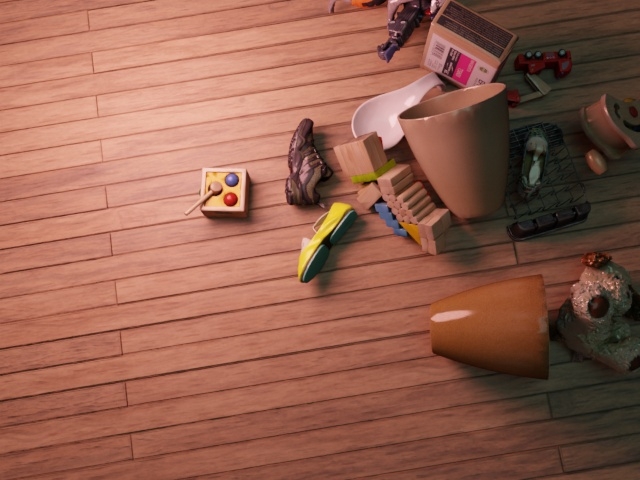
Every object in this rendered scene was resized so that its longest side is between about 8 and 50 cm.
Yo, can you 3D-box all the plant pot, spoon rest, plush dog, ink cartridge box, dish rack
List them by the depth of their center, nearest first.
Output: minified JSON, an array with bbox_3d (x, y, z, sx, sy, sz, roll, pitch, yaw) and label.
[{"bbox_3d":[0.383,0.201,1.545,0.254,0.237,0.237,-3,79,13],"label":"plant pot"},{"bbox_3d":[0.654,0.153,1.579,0.262,0.211,0.225,48,67,-19],"label":"plush dog"},{"bbox_3d":[0.343,-0.201,1.599,0.257,0.256,0.274,-20,107,-3],"label":"plant pot"},{"bbox_3d":[0.358,-0.463,1.654,0.193,0.234,0.088,33,82,8],"label":"ink cartridge box"},{"bbox_3d":[0.538,-0.154,1.675,0.208,0.074,0.271,-16,77,-3],"label":"dish rack"},{"bbox_3d":[0.201,-0.337,1.710,0.276,0.084,0.137,-39,81,-7],"label":"spoon rest"}]

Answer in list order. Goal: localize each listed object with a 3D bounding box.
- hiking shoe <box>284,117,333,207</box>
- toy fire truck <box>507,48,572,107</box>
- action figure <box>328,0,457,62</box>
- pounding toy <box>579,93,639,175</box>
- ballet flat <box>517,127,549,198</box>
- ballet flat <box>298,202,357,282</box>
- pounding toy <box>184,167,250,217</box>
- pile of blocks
[{"bbox_3d":[-0.024,-0.194,1.698,0.114,0.086,0.226,8,85,-11],"label":"hiking shoe"},{"bbox_3d":[0.556,-0.417,1.736,0.192,0.047,0.135,-4,79,0],"label":"toy fire truck"},{"bbox_3d":[0.180,-0.626,1.703,0.330,0.178,0.341,15,61,22],"label":"action figure"},{"bbox_3d":[0.699,-0.273,1.657,0.269,0.155,0.154,-34,91,-36],"label":"pounding toy"},{"bbox_3d":[0.517,-0.192,1.615,0.070,0.070,0.188,9,77,3],"label":"ballet flat"},{"bbox_3d":[0.000,0.000,1.662,0.077,0.077,0.231,30,78,28],"label":"ballet flat"},{"bbox_3d":[-0.254,-0.112,1.667,0.141,0.100,0.130,1,79,1],"label":"pounding toy"},{"bbox_3d":[0.189,-0.122,1.666,0.113,0.149,0.362,-37,87,-36],"label":"pile of blocks"}]
